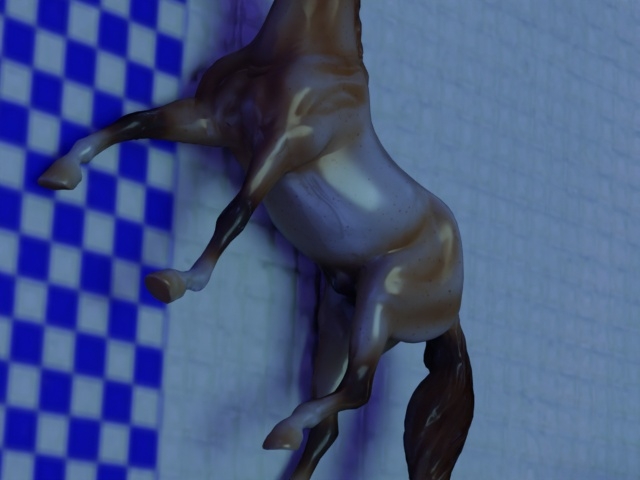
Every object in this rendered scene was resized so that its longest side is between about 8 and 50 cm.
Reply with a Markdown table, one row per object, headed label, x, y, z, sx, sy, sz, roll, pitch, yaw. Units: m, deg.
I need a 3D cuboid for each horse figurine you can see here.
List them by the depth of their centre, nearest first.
| label | x | y | z | sx | sy | sz | roll | pitch | yaw |
| --- | --- | --- | --- | --- | --- | --- | --- | --- | --- |
| horse figurine | 0.000 | 0.000 | 0.804 | 0.174 | 0.066 | 0.263 | -49 | 119 | -35 |
